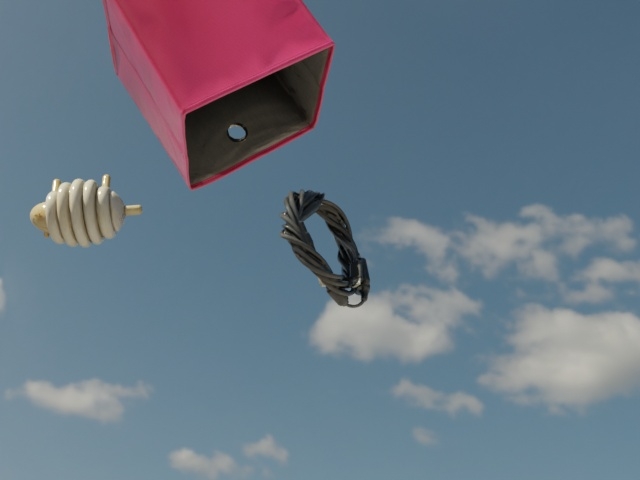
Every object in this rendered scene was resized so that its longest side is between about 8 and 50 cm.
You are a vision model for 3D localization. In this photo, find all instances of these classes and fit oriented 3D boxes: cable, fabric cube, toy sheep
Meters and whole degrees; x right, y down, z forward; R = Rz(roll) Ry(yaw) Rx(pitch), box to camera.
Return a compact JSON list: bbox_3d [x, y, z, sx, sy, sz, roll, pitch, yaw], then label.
[{"bbox_3d":[0.000,0.000,1.017,0.150,0.185,0.047,35,-60,-30],"label":"cable"},{"bbox_3d":[-0.164,-0.282,1.212,0.254,0.258,0.259,-30,-15,-18],"label":"fabric cube"},{"bbox_3d":[-0.280,-0.034,0.923,0.132,0.091,0.091,-9,-32,-2],"label":"toy sheep"}]
